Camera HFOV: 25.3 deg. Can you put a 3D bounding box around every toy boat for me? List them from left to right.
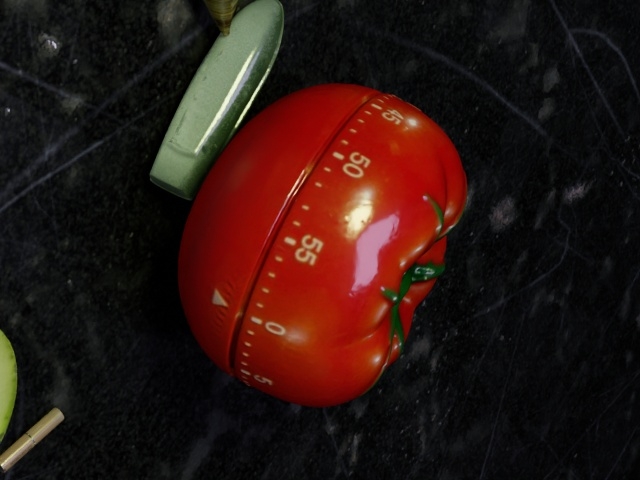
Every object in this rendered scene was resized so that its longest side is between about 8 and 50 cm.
[{"bbox_3d":[-0.113,-0.169,1.657,0.260,0.078,0.085,-63,167,-7],"label":"toy boat"}]

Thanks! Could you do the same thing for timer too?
[{"bbox_3d":[0.000,0.000,1.668,0.378,0.279,0.378,-57,166,-22],"label":"timer"}]

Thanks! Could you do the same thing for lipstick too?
[{"bbox_3d":[-0.328,0.225,1.608,0.094,0.019,0.019,-43,136,-32],"label":"lipstick"}]

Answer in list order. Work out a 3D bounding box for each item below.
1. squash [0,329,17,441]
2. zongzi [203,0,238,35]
[{"bbox_3d":[-0.400,0.176,1.473,0.219,0.041,0.219,-27,127,-43],"label":"squash"},{"bbox_3d":[-0.089,-0.354,1.594,0.187,0.084,0.184,-55,144,-23],"label":"zongzi"}]
